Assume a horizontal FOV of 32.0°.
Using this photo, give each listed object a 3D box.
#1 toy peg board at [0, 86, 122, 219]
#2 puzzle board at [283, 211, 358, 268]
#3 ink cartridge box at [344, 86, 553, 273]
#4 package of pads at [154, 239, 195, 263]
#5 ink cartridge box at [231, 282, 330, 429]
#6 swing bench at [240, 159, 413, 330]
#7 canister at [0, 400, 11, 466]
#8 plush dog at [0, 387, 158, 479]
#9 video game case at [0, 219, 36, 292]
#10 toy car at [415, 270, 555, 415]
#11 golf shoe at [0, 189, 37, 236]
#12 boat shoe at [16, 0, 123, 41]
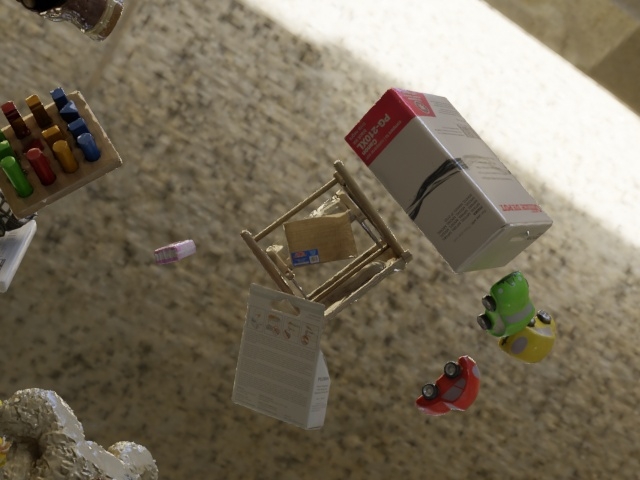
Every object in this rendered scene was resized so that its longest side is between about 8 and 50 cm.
[{"bbox_3d":[-0.381,-0.139,1.522,0.160,0.079,0.161,-30,-125,-10],"label":"toy peg board"},{"bbox_3d":[0.000,0.000,2.139,0.011,0.128,0.096,93,-15,-66],"label":"puzzle board"},{"bbox_3d":[0.169,-0.077,1.453,0.100,0.172,0.237,-46,-110,24],"label":"ink cartridge box"},{"bbox_3d":[-0.277,0.022,2.135,0.050,0.032,0.083,-9,-174,19],"label":"package of pads"},{"bbox_3d":[-0.064,0.212,2.063,0.189,0.066,0.232,14,-86,37],"label":"ink cartridge box"},{"bbox_3d":[0.013,0.020,2.272,0.253,0.255,0.165,-36,176,-2],"label":"swing bench"},{"bbox_3d":[-0.531,0.289,1.640,0.073,0.126,0.170,-44,169,18],"label":"canister"},{"bbox_3d":[-0.367,0.367,1.516,0.225,0.262,0.210,-46,-150,11],"label":"plush dog"},{"bbox_3d":[-0.605,0.026,1.881,0.227,0.206,0.026,-91,179,-63],"label":"video game case"},{"bbox_3d":[0.235,0.127,1.445,0.053,0.239,0.225,48,-25,29],"label":"toy car"},{"bbox_3d":[-0.526,-0.078,1.839,0.198,0.094,0.077,87,-15,-68],"label":"golf shoe"},{"bbox_3d":[-0.482,-0.454,2.005,0.342,0.123,0.123,38,-78,46],"label":"boat shoe"}]
